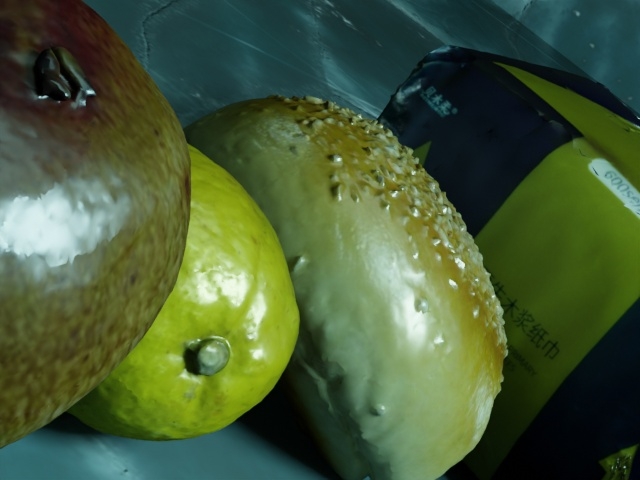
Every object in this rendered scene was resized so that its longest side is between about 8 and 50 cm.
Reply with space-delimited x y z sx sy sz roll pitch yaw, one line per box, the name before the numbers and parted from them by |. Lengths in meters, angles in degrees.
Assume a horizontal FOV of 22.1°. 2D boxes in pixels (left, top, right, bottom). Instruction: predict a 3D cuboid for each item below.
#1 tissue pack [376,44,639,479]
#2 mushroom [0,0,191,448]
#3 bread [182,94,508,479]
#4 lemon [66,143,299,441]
tissue pack | 0.212 0.067 1.218 0.264 0.253 0.416 9 31 -52
mushroom | -0.227 -0.021 0.772 0.345 0.259 0.345 6 50 -8
bread | -0.003 -0.005 1.079 0.314 0.171 0.192 48 -13 41
lemon | -0.106 0.021 0.929 0.170 0.170 0.207 15 21 -45
